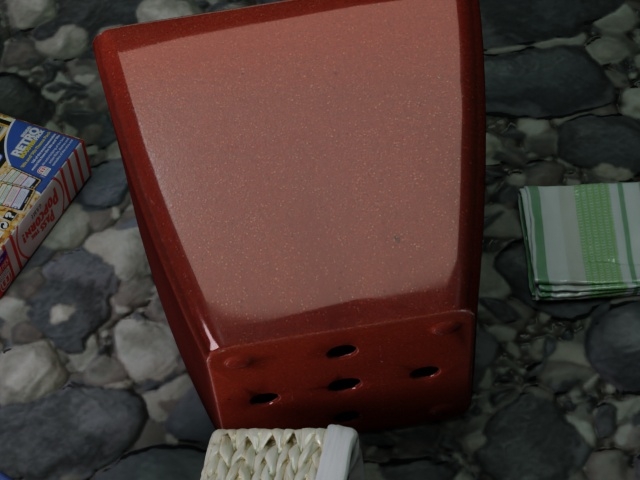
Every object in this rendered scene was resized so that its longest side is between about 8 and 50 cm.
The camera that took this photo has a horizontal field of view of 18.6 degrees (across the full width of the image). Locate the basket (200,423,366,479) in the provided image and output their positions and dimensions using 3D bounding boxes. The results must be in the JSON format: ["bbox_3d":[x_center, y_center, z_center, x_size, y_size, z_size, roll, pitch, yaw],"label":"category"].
[{"bbox_3d":[-0.033,0.215,1.286,0.103,0.113,0.167,4,51,11],"label":"basket"}]

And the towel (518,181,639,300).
[{"bbox_3d":[0.233,-0.005,1.503,0.152,0.023,0.113,-4,51,2],"label":"towel"}]

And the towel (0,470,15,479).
[{"bbox_3d":[-0.165,0.303,1.211,0.336,0.040,0.243,26,85,23],"label":"towel"}]

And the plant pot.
[{"bbox_3d":[0.000,0.000,1.385,0.267,0.267,0.236,-10,62,-3],"label":"plant pot"}]

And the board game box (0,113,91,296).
[{"bbox_3d":[-0.306,-0.046,1.573,0.193,0.045,0.147,19,55,20],"label":"board game box"}]
